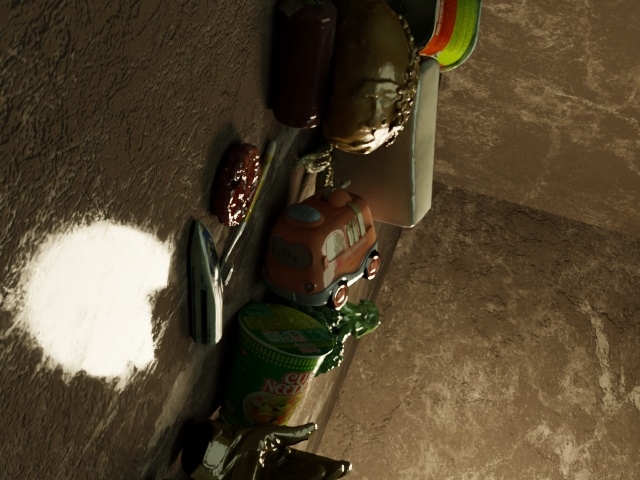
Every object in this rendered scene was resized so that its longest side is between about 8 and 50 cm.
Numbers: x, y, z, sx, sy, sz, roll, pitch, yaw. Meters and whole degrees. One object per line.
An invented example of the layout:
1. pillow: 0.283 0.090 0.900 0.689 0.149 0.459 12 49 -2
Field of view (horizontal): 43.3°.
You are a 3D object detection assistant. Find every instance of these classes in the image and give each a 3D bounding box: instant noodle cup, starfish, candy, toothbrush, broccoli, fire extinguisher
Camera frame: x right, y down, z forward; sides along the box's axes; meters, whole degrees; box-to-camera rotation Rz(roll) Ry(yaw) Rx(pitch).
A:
1. instant noodle cup: 0.203 -0.519 1.816 0.308 0.294 0.294 -25 131 -65
2. starfish: 0.046 -0.203 1.862 0.358 0.078 0.347 -55 142 -32
3. candy: 0.143 -0.221 1.745 0.145 0.208 0.358 -33 129 -51
4. toothbrush: -0.129 -0.053 1.438 0.021 0.024 0.288 69 39 -69
5. broccoli: -0.001 0.184 1.845 0.270 0.270 0.270 174 -90 -69
6. fire extinguisher: -0.029 -0.329 1.363 0.105 0.105 0.269 -61 163 -48
7. instant noodle cup: -0.105 0.274 1.652 0.207 0.207 0.232 -44 155 -68

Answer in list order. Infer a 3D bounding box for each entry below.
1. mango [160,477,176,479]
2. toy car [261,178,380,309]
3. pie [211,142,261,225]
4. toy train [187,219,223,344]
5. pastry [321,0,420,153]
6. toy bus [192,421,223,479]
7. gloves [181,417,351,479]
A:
1. mango: -0.274 0.489 1.358 0.117 0.089 0.163 92 18 -53
2. toy car: 0.000 0.000 1.690 0.270 0.180 0.212 -39 135 -41
3. pie: -0.136 -0.091 1.323 0.153 0.038 0.153 18 90 -82
4. toy train: -0.182 0.069 1.301 0.055 0.048 0.252 -65 166 -46
5. pastry: 0.091 -0.310 1.495 0.315 0.184 0.284 -105 -163 -53
6. toy bus: -0.188 0.474 1.680 0.209 0.126 0.136 -55 167 -58
7. gloves: -0.101 0.427 1.549 0.141 0.331 0.154 -63 -155 20
